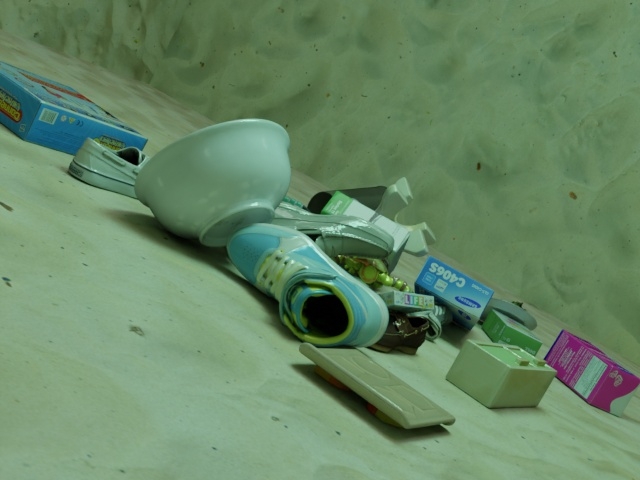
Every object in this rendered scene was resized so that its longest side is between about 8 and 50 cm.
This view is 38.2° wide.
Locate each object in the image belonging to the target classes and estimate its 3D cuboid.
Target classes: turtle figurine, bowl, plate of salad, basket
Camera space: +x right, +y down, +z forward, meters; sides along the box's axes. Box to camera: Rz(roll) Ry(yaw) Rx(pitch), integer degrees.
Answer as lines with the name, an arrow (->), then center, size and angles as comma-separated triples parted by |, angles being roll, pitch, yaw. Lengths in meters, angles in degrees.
turtle figurine -> 0.098, 0.062, 2.100 | 0.270, 0.087, 0.217 | 19, 2, 0
bowl -> -0.169, -0.079, 1.643 | 0.298, 0.298, 0.134 | 14, 48, -61
plate of salad -> 0.492, 0.193, 2.510 | 0.200, 0.048, 0.200 | 21, -23, 9
basket -> 0.081, -0.063, 2.582 | 0.227, 0.204, 0.154 | 4, 15, -45

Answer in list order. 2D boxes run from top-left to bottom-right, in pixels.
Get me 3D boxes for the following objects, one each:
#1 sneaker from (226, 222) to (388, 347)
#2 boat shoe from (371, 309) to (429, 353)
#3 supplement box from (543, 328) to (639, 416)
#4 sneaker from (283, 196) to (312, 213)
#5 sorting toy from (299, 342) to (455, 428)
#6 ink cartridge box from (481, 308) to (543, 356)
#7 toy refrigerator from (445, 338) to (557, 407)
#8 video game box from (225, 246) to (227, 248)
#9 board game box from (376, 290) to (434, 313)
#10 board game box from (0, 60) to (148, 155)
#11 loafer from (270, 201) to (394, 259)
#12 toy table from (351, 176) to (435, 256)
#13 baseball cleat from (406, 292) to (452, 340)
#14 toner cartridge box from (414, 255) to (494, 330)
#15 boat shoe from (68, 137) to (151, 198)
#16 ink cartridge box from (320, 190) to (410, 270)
sneaker -> -0.047, 0.063, 1.503 | 0.319, 0.127, 0.208 | 30, 7, 18
boat shoe -> 0.131, 0.159, 1.683 | 0.073, 0.073, 0.207 | 37, 13, 30
supplement box -> 0.670, 0.327, 2.297 | 0.111, 0.113, 0.220 | 25, 10, -26
sneaker -> -0.110, -0.083, 2.368 | 0.224, 0.083, 0.098 | 27, 3, -2
sorting toy -> 0.081, 0.214, 1.323 | 0.193, 0.038, 0.208 | 33, 5, 28
ink cartridge box -> 0.495, 0.250, 2.365 | 0.109, 0.062, 0.209 | 27, 8, -9
toy refrigerator -> 0.351, 0.252, 1.761 | 0.102, 0.094, 0.270 | 33, 9, 32
video game box -> -0.082, 0.046, 1.774 | 0.187, 0.048, 0.205 | 26, 8, -29
board game box -> 0.120, 0.120, 1.716 | 0.104, 0.026, 0.154 | 10, -15, -40
board game box -> -0.581, -0.278, 1.980 | 0.302, 0.086, 0.308 | 33, 9, 32
loafer -> 0.000, 0.000, 1.984 | 0.320, 0.111, 0.112 | 11, -31, -4
toy table -> 0.183, -0.037, 2.423 | 0.274, 0.161, 0.252 | 38, 31, -56
baseball cleat -> 0.237, 0.178, 1.997 | 0.206, 0.072, 0.109 | 22, 31, -49
toner cartridge box -> 0.307, 0.130, 2.170 | 0.165, 0.075, 0.348 | 28, -6, 11
boat shoe -> -0.374, -0.141, 1.808 | 0.096, 0.088, 0.268 | 34, 10, 35
ink cartridge box -> 0.096, -0.002, 2.255 | 0.208, 0.153, 0.087 | 29, 51, 10
